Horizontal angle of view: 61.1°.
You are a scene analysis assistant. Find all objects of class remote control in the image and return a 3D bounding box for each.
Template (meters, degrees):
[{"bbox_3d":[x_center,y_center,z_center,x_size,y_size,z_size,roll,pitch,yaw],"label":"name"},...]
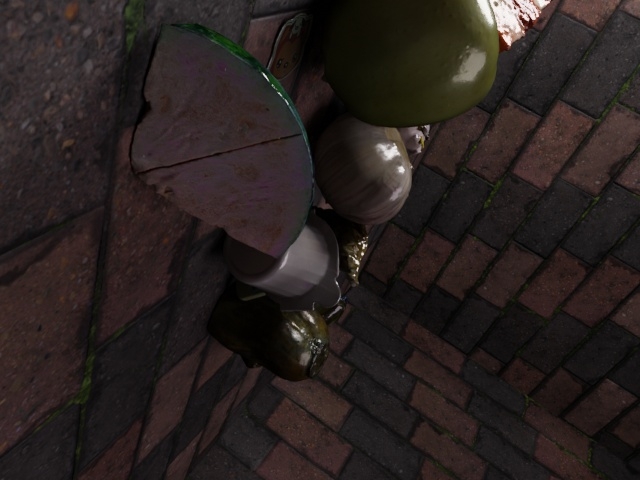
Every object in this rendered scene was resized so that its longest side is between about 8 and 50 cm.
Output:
[{"bbox_3d":[-0.127,0.092,1.457,0.233,0.098,0.038,-17,159,24],"label":"remote control"}]

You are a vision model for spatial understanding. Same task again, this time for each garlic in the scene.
[{"bbox_3d":[0.104,-0.183,1.417,0.259,0.318,0.317,-31,-178,30],"label":"garlic"}]

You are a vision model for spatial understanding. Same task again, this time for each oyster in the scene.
[{"bbox_3d":[0.022,-0.017,1.483,0.204,0.396,0.111,-55,131,-10],"label":"oyster"}]

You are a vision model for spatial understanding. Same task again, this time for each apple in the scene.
[{"bbox_3d":[0.179,-0.393,1.082,0.357,0.357,0.357,-53,168,-17],"label":"apple"}]

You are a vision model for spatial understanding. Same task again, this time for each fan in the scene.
[{"bbox_3d":[-0.070,-0.331,1.046,0.132,0.009,0.220,-41,160,-51],"label":"fan"}]

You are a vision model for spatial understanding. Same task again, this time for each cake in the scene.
[{"bbox_3d":[0.368,-0.580,1.369,0.320,0.270,0.269,-51,-168,-29],"label":"cake"}]

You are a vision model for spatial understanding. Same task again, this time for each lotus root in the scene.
[{"bbox_3d":[-0.134,0.259,1.581,0.250,0.346,0.251,-50,160,-26],"label":"lotus root"}]

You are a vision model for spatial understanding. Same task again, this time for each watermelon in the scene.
[{"bbox_3d":[-0.139,-0.176,0.877,0.292,0.319,0.222,-56,-155,27],"label":"watermelon"}]

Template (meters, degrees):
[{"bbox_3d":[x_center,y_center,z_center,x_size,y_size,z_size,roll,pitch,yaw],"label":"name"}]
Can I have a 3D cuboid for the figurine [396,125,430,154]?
[{"bbox_3d":[0.252,-0.310,1.551,0.229,0.111,0.138,-4,89,-84],"label":"figurine"}]

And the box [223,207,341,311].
[{"bbox_3d":[-0.099,0.048,1.310,0.262,0.291,0.206,-47,153,11],"label":"box"}]

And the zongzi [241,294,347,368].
[{"bbox_3d":[-0.099,0.298,1.939,0.403,0.208,0.432,-29,166,-7],"label":"zongzi"}]

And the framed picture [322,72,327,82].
[{"bbox_3d":[0.110,-0.514,1.270,0.211,0.020,0.290,-38,158,-57],"label":"framed picture"}]

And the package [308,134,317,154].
[{"bbox_3d":[-0.027,-0.242,1.417,0.083,0.029,0.059,-39,154,-83],"label":"package"}]
